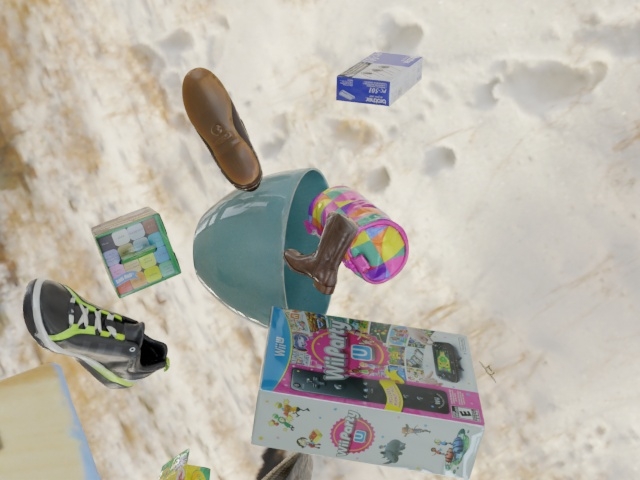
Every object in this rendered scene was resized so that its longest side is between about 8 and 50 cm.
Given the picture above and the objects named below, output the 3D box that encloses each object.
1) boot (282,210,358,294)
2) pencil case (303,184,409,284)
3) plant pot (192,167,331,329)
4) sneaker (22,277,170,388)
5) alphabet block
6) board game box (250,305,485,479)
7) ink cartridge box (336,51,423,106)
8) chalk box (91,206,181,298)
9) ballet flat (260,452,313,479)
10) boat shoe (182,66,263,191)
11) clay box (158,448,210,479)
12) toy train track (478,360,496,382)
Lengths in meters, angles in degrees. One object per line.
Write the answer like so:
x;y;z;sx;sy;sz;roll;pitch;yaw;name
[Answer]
0.000;0.000;1.233;0.106;0.037;0.114;37;123;33;boot
0.051;-0.012;1.367;0.236;0.104;0.104;-139;31;-69;pencil case
-0.105;0.019;1.583;0.195;0.290;0.290;2;121;18;plant pot
-0.263;0.105;1.118;0.234;0.097;0.084;51;-154;-52;sneaker
-0.277;0.222;0.700;0.192;0.197;0.193;-30;80;61;alphabet block
0.065;0.209;1.303;0.224;0.303;0.097;-86;5;-64;board game box
0.106;-0.285;1.605;0.097;0.207;0.046;10;115;19;ink cartridge box
-0.357;0.023;1.775;0.213;0.132;0.132;-156;46;-72;chalk box
-0.070;0.370;1.353;0.058;0.250;0.084;1;99;20;ballet flat
-0.152;-0.167;1.419;0.073;0.073;0.207;58;-172;-81;boat shoe
-0.241;0.480;1.564;0.127;0.053;0.222;-39;39;46;clay box
0.302;0.229;1.626;0.048;0.014;0.083;52;-173;11;toy train track
